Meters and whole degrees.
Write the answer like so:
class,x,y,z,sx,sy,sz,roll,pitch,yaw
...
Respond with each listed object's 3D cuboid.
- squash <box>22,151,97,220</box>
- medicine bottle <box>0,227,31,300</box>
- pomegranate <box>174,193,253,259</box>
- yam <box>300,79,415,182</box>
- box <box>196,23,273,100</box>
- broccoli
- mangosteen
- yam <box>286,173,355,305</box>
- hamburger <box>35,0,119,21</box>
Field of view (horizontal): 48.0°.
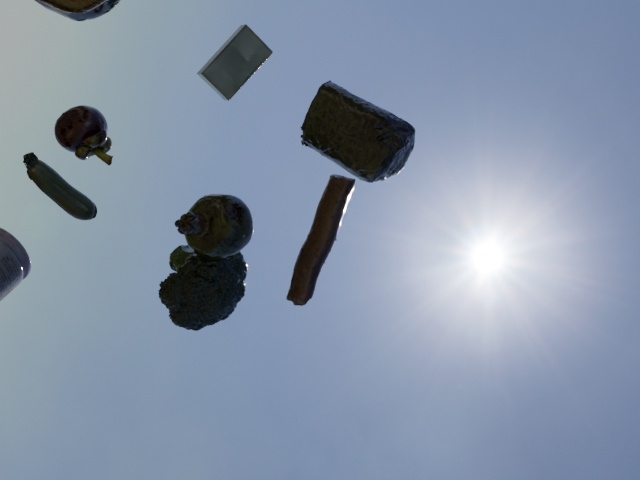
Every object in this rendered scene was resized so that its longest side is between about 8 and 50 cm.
class,x,y,z,sx,sy,sz,roll,pitch,yaw
squash,-0.511,-0.100,1.402,0.052,0.183,0.052,-25,-140,22
medicine bottle,-0.993,0.119,2.014,0.202,0.202,0.316,-39,-167,41
pomegranate,-0.303,-0.041,2.012,0.202,0.248,0.202,-1,-93,28
yam,0.097,-0.281,1.930,0.300,0.195,0.195,32,-78,22
box,-0.289,-0.598,2.419,0.225,0.129,0.086,-48,-157,-4
broccoli,-0.374,0.134,2.211,0.297,0.298,0.297,32,-80,41
mangosteen,-0.670,-0.288,2.030,0.156,0.146,0.181,166,-90,-81
yam,0.000,0.000,1.220,0.057,0.057,0.241,44,-64,59
hamburger,-0.520,-0.554,1.443,0.211,0.309,0.132,-60,-172,32
